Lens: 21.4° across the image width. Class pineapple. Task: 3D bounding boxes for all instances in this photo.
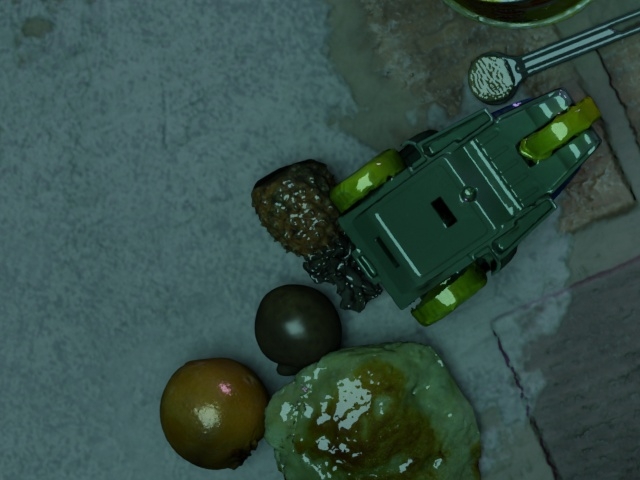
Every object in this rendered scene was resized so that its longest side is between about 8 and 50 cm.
[{"bbox_3d":[0.000,0.000,1.994,0.108,0.108,0.198,-28,100,14],"label":"pineapple"}]

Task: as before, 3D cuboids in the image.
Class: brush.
[{"bbox_3d":[0.293,-0.224,1.932,0.266,0.027,0.062,-21,93,14],"label":"brush"}]

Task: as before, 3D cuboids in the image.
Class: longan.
[{"bbox_3d":[-0.027,0.111,2.012,0.106,0.106,0.119,11,114,11],"label":"longan"}]

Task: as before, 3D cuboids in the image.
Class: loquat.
[{"bbox_3d":[-0.127,0.207,2.029,0.141,0.141,0.141,2,98,12],"label":"loquat"}]

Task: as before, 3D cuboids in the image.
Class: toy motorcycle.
[{"bbox_3d":[0.190,-0.068,1.901,0.326,0.200,0.191,-35,89,25],"label":"toy motorcycle"}]

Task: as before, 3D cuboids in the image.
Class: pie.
[{"bbox_3d":[0.063,0.254,2.005,0.257,0.105,0.274,-5,107,-1],"label":"pie"}]

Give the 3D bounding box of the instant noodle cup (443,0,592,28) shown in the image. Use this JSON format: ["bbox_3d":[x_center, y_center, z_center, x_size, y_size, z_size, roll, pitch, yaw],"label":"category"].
[{"bbox_3d":[0.210,-0.357,1.846,0.264,0.200,0.264,2,98,11],"label":"instant noodle cup"}]
